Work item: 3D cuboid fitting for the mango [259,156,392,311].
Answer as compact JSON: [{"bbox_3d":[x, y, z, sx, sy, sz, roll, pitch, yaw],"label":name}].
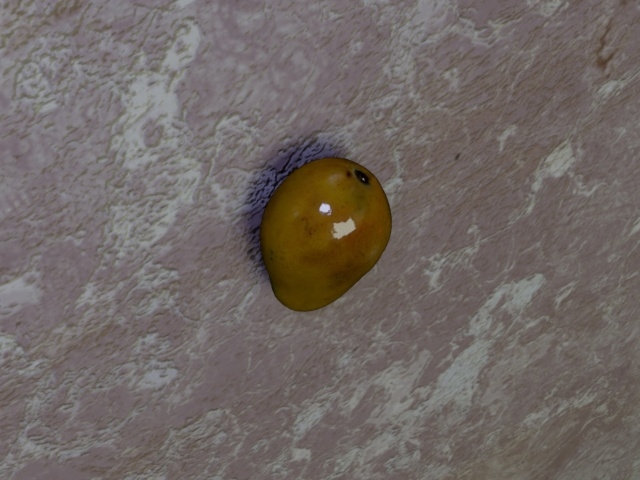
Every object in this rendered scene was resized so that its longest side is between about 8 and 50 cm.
[{"bbox_3d":[0.005,-0.003,0.977,0.111,0.089,0.163,-22,153,-7],"label":"mango"}]
